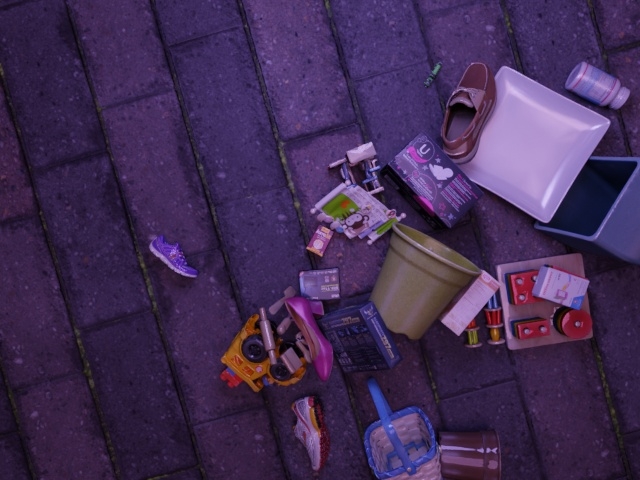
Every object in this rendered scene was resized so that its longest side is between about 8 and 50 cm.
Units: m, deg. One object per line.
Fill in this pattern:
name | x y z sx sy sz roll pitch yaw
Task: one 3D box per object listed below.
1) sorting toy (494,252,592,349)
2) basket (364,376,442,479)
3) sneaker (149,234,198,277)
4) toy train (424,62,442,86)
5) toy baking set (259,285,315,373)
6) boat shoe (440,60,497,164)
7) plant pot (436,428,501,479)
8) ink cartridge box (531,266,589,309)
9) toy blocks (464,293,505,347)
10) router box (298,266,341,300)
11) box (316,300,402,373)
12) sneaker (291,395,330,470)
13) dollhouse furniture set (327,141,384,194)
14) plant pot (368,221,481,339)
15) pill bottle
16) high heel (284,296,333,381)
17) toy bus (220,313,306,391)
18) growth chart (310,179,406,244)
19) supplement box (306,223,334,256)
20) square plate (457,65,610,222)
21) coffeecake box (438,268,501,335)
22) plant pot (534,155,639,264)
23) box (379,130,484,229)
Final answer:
sorting toy | 0.667 0.182 1.536 0.255 0.089 0.257 -9 91 0
basket | 0.217 0.552 1.475 0.201 0.255 0.289 -30 109 5
sneaker | -0.428 0.048 1.553 0.170 0.068 0.071 40 86 0
toy train | 0.335 -0.493 1.554 0.017 0.024 0.083 32 92 0
toy baking set | -0.096 0.253 1.492 0.030 0.196 0.256 -34 65 34
boat shoe | 0.415 -0.375 1.471 0.123 0.116 0.324 5 70 30
plant pot | 0.422 0.627 1.521 0.165 0.167 0.167 2 91 8
ink cartridge box | 0.668 0.132 1.464 0.122 0.052 0.089 18 92 1
toy blocks | 0.478 0.235 1.556 0.123 0.054 0.148 -7 91 0
router box | -0.002 0.131 1.564 0.122 0.038 0.092 -6 92 1
box | 0.104 0.277 1.479 0.059 0.232 0.183 -29 91 -36
sneaker | -0.030 0.573 1.564 0.092 0.088 0.225 -10 91 21
dollhouse furniture set | 0.101 -0.182 1.483 0.129 0.184 0.129 -22 91 1
plant pot | 0.264 0.125 1.472 0.276 0.276 0.254 27 103 0
pill bottle | 0.804 -0.445 1.521 0.160 0.087 0.087 27 91 -1
high heel | -0.037 0.272 1.463 0.117 0.082 0.244 9 62 -30
toy bus | -0.181 0.362 1.528 0.220 0.149 0.211 42 104 -3
growth chart | 0.104 -0.074 1.506 0.237 0.021 0.172 30 122 -25
supplement box | 0.000 0.000 1.559 0.055 0.043 0.083 26 91 1
square plate | 0.589 -0.278 1.523 0.347 0.049 0.344 32 91 10
coffeecake box | 0.415 0.170 1.511 0.068 0.142 0.185 40 91 -1
plant pot | 0.817 -0.062 1.461 0.252 0.248 0.247 31 91 -17
box | 0.312 -0.165 1.493 0.142 0.163 0.247 -43 91 -2
